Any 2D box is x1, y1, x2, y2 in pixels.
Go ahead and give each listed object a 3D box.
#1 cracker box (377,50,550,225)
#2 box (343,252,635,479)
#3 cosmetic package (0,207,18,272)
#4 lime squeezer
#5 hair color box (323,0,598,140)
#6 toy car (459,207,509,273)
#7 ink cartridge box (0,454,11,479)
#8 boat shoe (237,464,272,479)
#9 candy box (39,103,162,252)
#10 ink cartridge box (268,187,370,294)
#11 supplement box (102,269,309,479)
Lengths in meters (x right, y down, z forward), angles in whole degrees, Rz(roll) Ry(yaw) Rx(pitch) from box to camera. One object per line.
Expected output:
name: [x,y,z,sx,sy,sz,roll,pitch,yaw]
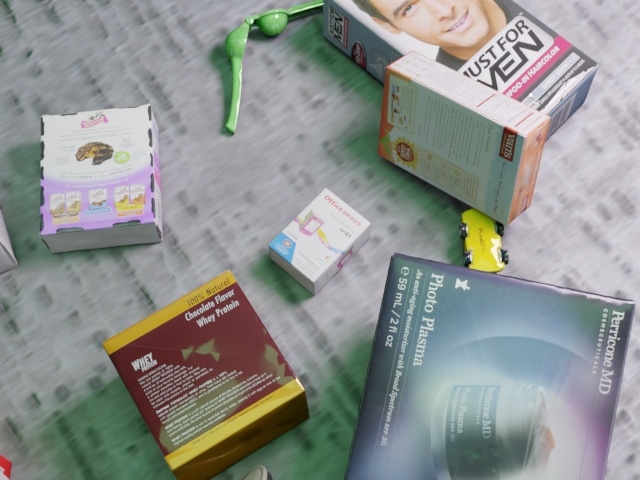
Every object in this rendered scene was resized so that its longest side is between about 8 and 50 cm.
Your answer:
cracker box: [0.192,-0.143,1.511,0.232,0.156,0.067,33,50,28]
box: [0.202,0.191,1.332,0.294,0.183,0.296,11,83,7]
cosmetic package: [-0.512,-0.067,1.561,0.085,0.117,0.231,-19,67,-7]
lime squeezer: [-0.075,-0.309,1.684,0.110,0.059,0.310,35,71,17]
hair color box: [0.198,-0.285,1.621,0.374,0.113,0.185,41,72,18]
toy car: [0.247,0.094,1.483,0.225,0.053,0.239,27,70,14]
ink cartridge box: [-0.448,0.328,1.363,0.078,0.134,0.231,-1,66,3]
boat shoe: [-0.094,0.386,1.373,0.065,0.075,0.206,34,57,-29]
candy box: [-0.317,-0.091,1.586,0.164,0.070,0.196,-6,66,0]
ink cartridge box: [0.000,0.000,1.539,0.088,0.052,0.122,39,71,18]
supplement box: [-0.145,0.182,1.419,0.191,0.129,0.194,-30,68,-11]
